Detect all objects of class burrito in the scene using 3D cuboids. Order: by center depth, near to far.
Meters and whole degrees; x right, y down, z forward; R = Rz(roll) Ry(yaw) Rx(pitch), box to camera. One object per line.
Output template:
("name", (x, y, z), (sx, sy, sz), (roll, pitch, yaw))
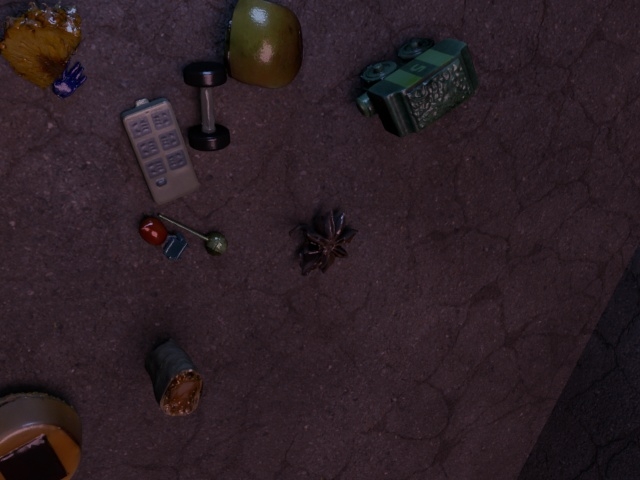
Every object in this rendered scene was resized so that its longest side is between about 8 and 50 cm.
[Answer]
("burrito", (-0.373, 0.349, 2.037), (0.105, 0.299, 0.143), (9, 96, -22))

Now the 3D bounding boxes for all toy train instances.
("toy train", (0.245, -0.388, 2.013), (0.299, 0.238, 0.166), (-35, 124, -9))

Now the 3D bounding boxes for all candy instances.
("candy", (-0.323, -0.020, 2.023), (0.203, 0.061, 0.061), (28, 100, -28))

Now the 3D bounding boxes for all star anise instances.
("star anise", (0.000, -0.001, 2.179), (0.209, 0.089, 0.231), (-49, 134, -13))

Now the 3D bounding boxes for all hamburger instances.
("hamburger", (-0.741, 0.512, 2.000), (0.302, 0.170, 0.301), (-16, 124, -25))

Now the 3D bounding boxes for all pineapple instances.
("pineapple", (-0.560, -0.430, 1.608), (0.140, 0.250, 0.164), (19, 73, -28))

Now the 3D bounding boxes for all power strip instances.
("power strip", (-0.376, -0.206, 1.891), (0.118, 0.046, 0.270), (-25, 125, -15))

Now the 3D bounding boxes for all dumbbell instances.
("dumbbell", (-0.263, -0.311, 1.862), (0.100, 0.100, 0.191), (-13, 120, -23))

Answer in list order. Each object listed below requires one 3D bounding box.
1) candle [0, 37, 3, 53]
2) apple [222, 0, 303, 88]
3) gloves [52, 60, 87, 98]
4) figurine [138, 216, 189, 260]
("candle", (-0.691, -0.358, 1.632), (0.052, 0.052, 0.130), (21, 105, -35))
("apple", (-0.129, -0.451, 1.826), (0.207, 0.174, 0.188), (-9, 123, -43))
("gloves", (-0.547, -0.350, 1.731), (0.086, 0.026, 0.064), (-46, 125, 1))
("figurine", (-0.390, -0.006, 1.971), (0.140, 0.075, 0.068), (34, 97, -39))
